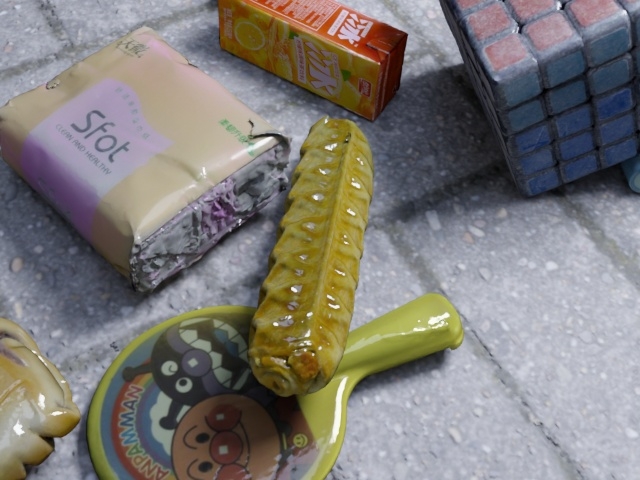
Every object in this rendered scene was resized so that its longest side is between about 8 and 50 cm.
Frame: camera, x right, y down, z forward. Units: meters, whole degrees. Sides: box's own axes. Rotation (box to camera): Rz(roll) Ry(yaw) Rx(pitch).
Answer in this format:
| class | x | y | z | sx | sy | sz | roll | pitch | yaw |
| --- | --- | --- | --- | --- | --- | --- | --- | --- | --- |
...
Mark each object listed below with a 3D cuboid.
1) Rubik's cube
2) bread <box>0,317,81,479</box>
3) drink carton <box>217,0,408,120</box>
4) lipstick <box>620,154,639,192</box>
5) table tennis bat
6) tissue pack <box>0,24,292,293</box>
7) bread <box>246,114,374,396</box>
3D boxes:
| class | x | y | z | sx | sy | sz | roll | pitch | yaw |
| --- | --- | --- | --- | --- | --- | --- | --- | --- | --- |
| Rubik's cube | 0.269 | -0.227 | 0.933 | 0.237 | 0.237 | 0.238 | -24 | 56 | 12 |
| bread | -0.310 | 0.177 | 0.741 | 0.134 | 0.081 | 0.225 | 36 | 58 | 13 |
| drink carton | -0.012 | -0.239 | 1.041 | 0.223 | 0.096 | 0.071 | 29 | 58 | 15 |
| lipstick | 0.364 | -0.182 | 1.049 | 0.068 | 0.061 | 0.274 | 2 | 56 | -11 |
| table tennis bat | -0.033 | 0.134 | 0.808 | 0.369 | 0.054 | 0.224 | -19 | 55 | -14 |
| tissue pack | -0.185 | -0.091 | 0.912 | 0.215 | 0.123 | 0.257 | -38 | 58 | -24 |
| bread | -0.001 | 0.000 | 0.854 | 0.084 | 0.077 | 0.367 | 41 | 36 | -23 |
